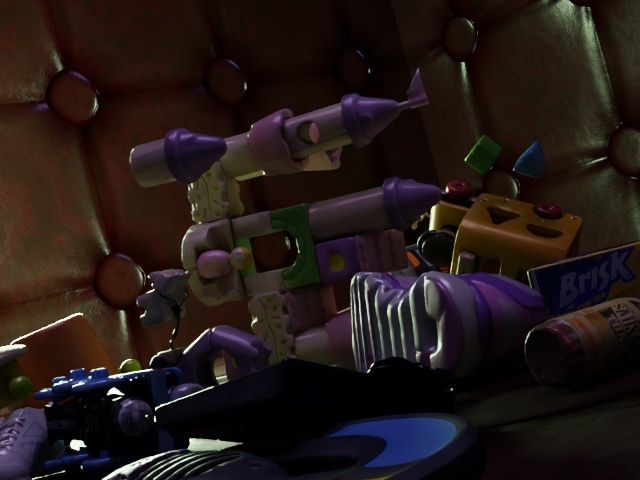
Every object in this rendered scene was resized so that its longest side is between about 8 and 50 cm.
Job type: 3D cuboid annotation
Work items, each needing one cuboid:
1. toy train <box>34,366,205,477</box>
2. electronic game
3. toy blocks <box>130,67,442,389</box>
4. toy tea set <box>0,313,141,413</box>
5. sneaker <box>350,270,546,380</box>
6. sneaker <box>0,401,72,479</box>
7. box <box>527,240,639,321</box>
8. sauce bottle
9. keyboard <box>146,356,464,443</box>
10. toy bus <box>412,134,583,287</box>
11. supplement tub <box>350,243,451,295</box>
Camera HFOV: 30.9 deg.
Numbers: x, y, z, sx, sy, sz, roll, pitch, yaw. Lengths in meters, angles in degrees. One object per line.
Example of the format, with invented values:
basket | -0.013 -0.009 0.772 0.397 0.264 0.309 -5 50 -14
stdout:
toy train | -0.147 0.132 0.871 0.105 0.080 0.184 -7 -6 -30
electronic game | -0.053 0.100 0.413 0.229 0.048 0.229 -15 -2 -1
toy blocks | 0.000 0.000 1.142 0.260 0.289 0.309 -12 -2 21
toy tea set | -0.331 0.180 1.098 0.336 0.124 0.200 -22 2 34
sneaker | 0.096 0.066 0.895 0.104 0.095 0.236 -7 0 -20
sneaker | -0.245 0.167 0.915 0.053 0.061 0.152 -13 -1 11
box | 0.285 0.034 1.092 0.168 0.059 0.054 -15 -5 16
sauce bottle | 0.179 0.054 0.689 0.128 0.042 0.042 -16 -2 -33
keyboard | 0.011 0.081 0.552 0.108 0.023 0.180 -23 -20 23
toy bus | 0.172 0.010 1.216 0.202 0.191 0.104 -33 9 37
supplement tub | 0.141 0.058 1.424 0.190 0.117 0.117 -14 -2 -25
